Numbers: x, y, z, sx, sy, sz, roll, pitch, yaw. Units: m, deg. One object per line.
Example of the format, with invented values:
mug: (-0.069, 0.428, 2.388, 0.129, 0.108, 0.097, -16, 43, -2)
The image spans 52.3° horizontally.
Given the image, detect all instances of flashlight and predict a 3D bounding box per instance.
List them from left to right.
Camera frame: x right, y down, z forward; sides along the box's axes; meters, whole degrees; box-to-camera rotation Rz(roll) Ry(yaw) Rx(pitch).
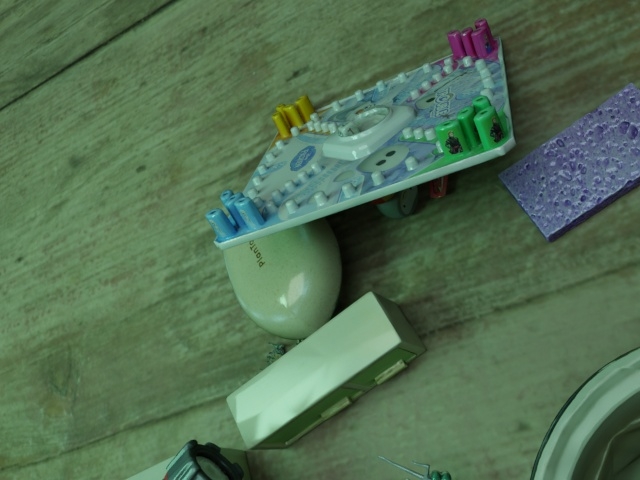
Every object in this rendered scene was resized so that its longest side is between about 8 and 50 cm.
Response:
flashlight: (-0.222, 0.402, 0.833, 0.304, 0.103, 0.103, -50, 55, 3)

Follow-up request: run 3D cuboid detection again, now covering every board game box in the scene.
board game box: (0.061, -0.163, 0.904, 0.390, 0.050, 0.390, -18, 27, 23)

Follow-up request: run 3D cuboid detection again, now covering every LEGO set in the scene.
LEGO set: (-0.057, 0.181, 1.019, 0.083, 0.023, 0.054, -18, 68, 9)

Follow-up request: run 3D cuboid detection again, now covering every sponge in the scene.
sponge: (0.358, -0.102, 0.868, 0.210, 0.031, 0.117, -36, 61, 15)

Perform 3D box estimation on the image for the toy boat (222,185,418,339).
toy boat: (0.000, 0.000, 0.985, 0.318, 0.148, 0.267, -39, 55, 22)

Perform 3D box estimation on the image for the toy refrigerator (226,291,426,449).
toy refrigerator: (0.009, 0.194, 0.927, 0.269, 0.102, 0.094, -38, 60, 13)

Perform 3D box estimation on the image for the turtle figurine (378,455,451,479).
turtle figurine: (0.119, 0.363, 0.803, 0.175, 0.118, 0.234, -52, 45, 3)

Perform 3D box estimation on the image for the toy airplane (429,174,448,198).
toy airplane: (0.157, -0.132, 0.990, 0.151, 0.028, 0.151, -4, 82, 28)

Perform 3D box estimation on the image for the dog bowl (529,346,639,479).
dog bowl: (0.414, 0.298, 0.617, 0.408, 0.150, 0.408, -11, 62, 22)

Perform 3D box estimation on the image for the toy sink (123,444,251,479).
toy sink: (-0.174, 0.437, 0.935, 0.153, 0.131, 0.234, -30, 57, 18)
